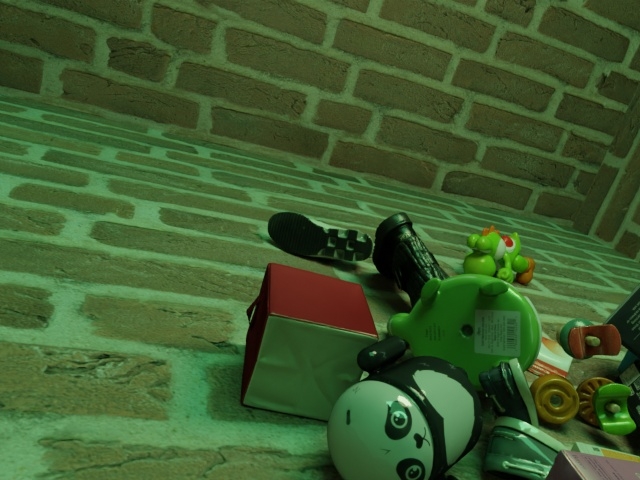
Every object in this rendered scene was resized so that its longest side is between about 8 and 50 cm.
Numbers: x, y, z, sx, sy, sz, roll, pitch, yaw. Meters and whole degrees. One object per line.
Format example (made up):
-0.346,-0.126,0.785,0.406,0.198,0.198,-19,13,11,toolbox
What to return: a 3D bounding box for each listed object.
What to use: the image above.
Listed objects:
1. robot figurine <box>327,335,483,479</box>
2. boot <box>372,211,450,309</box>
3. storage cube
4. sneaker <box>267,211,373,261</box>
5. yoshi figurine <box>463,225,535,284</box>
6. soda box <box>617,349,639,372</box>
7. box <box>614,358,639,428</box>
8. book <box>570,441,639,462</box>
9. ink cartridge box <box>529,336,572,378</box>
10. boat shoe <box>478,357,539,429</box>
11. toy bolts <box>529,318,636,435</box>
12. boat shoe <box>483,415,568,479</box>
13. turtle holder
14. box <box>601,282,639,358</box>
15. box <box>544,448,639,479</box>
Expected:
0.137,0.273,0.789,0.209,0.173,0.278,35,25,35,robot figurine
0.258,0.101,1.457,0.260,0.131,0.348,58,-2,24,boot
-0.028,0.177,0.924,0.215,0.183,0.193,14,20,-11,storage cube
0.000,0.000,1.612,0.331,0.122,0.146,17,-1,8,sneaker
0.622,0.084,1.891,0.362,0.204,0.203,19,53,-44,yoshi figurine
0.856,0.366,1.346,0.067,0.071,0.210,17,18,0,soda box
0.758,0.399,1.057,0.242,0.076,0.307,36,21,5,box
0.547,0.427,0.954,0.144,0.035,0.096,16,21,-1,book
0.568,0.294,1.346,0.145,0.045,0.179,24,17,21,ink cartridge box
0.342,0.296,0.938,0.079,0.254,0.095,-18,50,16,boat shoe
0.542,0.285,1.133,0.218,0.228,0.158,-1,-6,5,toy bolts
0.410,0.407,0.825,0.320,0.116,0.099,29,57,19,boat shoe
0.308,0.209,1.122,0.227,0.320,0.243,17,44,-58,turtle holder
0.891,0.255,1.182,0.395,0.212,0.294,44,16,31,box
0.372,0.387,0.619,0.243,0.213,0.117,14,18,-13,box
